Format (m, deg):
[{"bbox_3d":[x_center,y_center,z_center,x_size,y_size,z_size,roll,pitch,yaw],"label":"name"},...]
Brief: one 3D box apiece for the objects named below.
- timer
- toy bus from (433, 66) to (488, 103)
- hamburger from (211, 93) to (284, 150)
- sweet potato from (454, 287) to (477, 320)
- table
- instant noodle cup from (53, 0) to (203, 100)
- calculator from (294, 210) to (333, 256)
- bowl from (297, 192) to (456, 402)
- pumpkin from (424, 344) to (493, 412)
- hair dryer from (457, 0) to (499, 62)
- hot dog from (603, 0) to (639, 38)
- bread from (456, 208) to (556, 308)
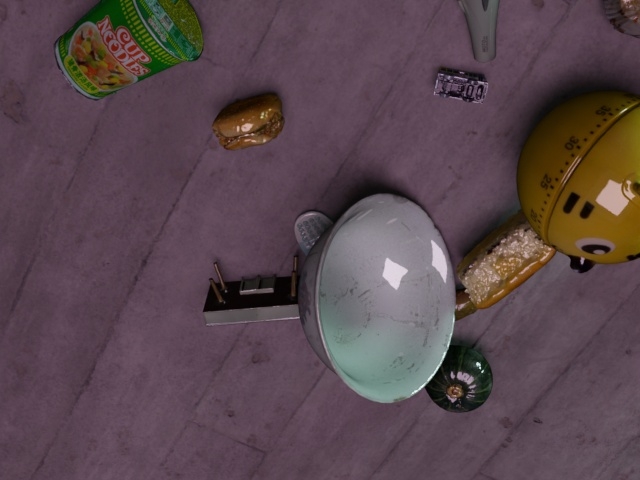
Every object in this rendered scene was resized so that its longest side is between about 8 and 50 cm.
[{"bbox_3d":[0.574,-0.093,1.773,0.387,0.376,0.376,43,122,27],"label":"timer"},{"bbox_3d":[0.281,-0.310,1.860,0.102,0.058,0.052,11,120,2],"label":"toy bus"},{"bbox_3d":[-0.143,-0.238,1.876,0.147,0.138,0.083,-12,120,17],"label":"hamburger"},{"bbox_3d":[0.257,0.158,2.119,0.244,0.077,0.077,-14,118,9],"label":"sweet potato"},{"bbox_3d":[-0.141,0.106,2.081,0.240,0.121,0.111,-6,119,5],"label":"table"},{"bbox_3d":[-0.375,-0.384,1.787,0.233,0.207,0.207,-26,115,26],"label":"instant noodle cup"},{"bbox_3d":[0.000,0.000,2.070,0.095,0.021,0.153,-24,117,16],"label":"calculator"},{"bbox_3d":[0.083,0.121,1.984,0.196,0.435,0.435,-4,127,46],"label":"bowl"},{"bbox_3d":[0.320,0.324,2.179,0.167,0.125,0.167,1,117,2],"label":"pumpkin"},{"bbox_3d":[0.377,-0.447,1.778,0.267,0.092,0.229,1,128,-9],"label":"hair dryer"},{"bbox_3d":[0.669,-0.447,1.754,0.270,0.082,0.162,13,128,-13],"label":"hot dog"},{"bbox_3d":[0.400,0.036,1.991,0.121,0.174,0.245,45,114,1],"label":"bread"}]
